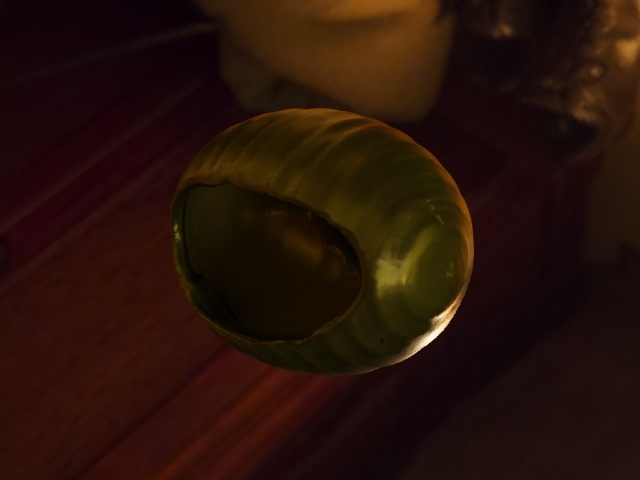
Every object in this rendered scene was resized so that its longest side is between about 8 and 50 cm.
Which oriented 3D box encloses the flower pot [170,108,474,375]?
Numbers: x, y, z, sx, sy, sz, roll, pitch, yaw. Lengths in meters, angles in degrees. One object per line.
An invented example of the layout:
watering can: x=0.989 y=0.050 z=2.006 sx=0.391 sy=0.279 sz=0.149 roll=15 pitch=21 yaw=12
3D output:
flower pot: x=0.000 y=0.000 z=1.160 sx=0.243 sy=0.157 sz=0.189 roll=14 pitch=113 yaw=40
